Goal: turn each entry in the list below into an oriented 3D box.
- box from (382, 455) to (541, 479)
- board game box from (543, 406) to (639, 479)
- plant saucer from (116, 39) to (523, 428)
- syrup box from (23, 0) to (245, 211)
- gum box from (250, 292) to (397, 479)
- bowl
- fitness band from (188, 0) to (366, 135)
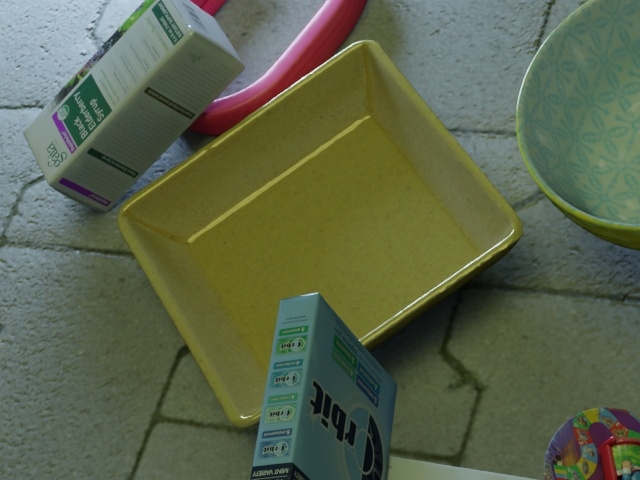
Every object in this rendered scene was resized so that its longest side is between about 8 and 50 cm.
[{"bbox_3d":[0.104,0.295,1.539,0.182,0.119,0.181,6,60,28],"label":"box"},{"bbox_3d":[0.269,0.207,1.506,0.169,0.033,0.133,45,51,5],"label":"board game box"},{"bbox_3d":[0.000,0.000,1.817,0.333,0.081,0.333,-35,51,0],"label":"plant saucer"},{"bbox_3d":[-0.205,-0.152,1.968,0.237,0.096,0.093,-44,50,15],"label":"syrup box"},{"bbox_3d":[0.005,0.163,1.499,0.041,0.157,0.184,-10,53,26],"label":"gum box"},{"bbox_3d":[0.337,-0.093,1.668,0.289,0.156,0.289,-12,54,17],"label":"bowl"},{"bbox_3d":[-0.073,-0.247,2.039,0.209,0.054,0.291,28,75,37],"label":"fitness band"}]
